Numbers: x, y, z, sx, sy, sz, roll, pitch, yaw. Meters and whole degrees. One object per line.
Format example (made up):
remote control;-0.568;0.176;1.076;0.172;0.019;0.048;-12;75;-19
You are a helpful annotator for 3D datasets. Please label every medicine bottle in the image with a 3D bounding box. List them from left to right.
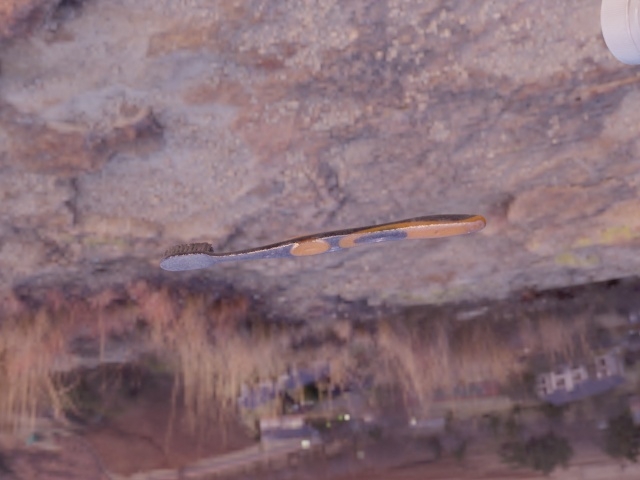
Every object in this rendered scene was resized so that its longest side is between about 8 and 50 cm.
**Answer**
medicine bottle;0.705;-0.428;1.975;0.190;0.190;0.332;17;177;-35

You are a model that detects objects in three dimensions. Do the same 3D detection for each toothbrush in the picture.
toothbrush;0.000;0.002;1.025;0.321;0.031;0.023;-6;124;8
